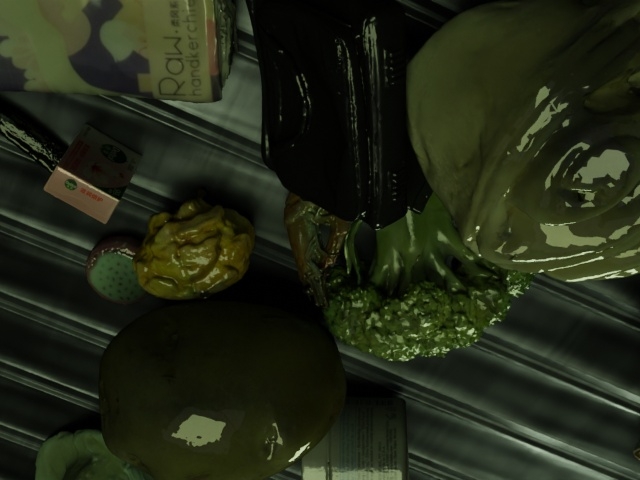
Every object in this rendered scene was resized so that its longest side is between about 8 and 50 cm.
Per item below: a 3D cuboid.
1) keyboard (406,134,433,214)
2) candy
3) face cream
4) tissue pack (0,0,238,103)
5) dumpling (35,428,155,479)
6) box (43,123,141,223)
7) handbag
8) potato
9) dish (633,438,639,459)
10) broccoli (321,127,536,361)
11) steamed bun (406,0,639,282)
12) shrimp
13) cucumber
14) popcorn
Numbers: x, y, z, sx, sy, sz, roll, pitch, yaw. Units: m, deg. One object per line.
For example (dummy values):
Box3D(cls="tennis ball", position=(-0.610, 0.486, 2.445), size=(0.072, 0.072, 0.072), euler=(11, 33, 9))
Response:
Box3D(cls="keyboard", position=(0.140, -0.129, 1.154), size=(0.060, 0.018, 0.195), euler=(29, 87, -3))
Box3D(cls="candy", position=(-0.278, 0.041, 1.348), size=(0.103, 0.043, 0.103), euler=(4, 121, 6))
Box3D(cls="face cream", position=(0.054, 0.319, 1.413), size=(0.153, 0.177, 0.177), euler=(1, 122, 3))
Box3D(cls="tissue pack", position=(-0.270, -0.287, 1.088), size=(0.344, 0.125, 0.242), euler=(3, 123, 3))
Box3D(cls="dumpling", position=(-0.346, 0.443, 1.514), size=(0.270, 0.211, 0.320), euler=(40, 107, -15))
Box3D(cls="box", position=(-0.287, -0.087, 1.219), size=(0.089, 0.125, 0.043), euler=(30, 120, -14))
Box3D(cls="handbag", position=(0.001, -0.163, 1.097), size=(0.088, 0.244, 0.275), euler=(-27, 128, -27))
Box3D(cls="potato", position=(-0.129, 0.198, 1.249), size=(0.327, 0.243, 0.220), euler=(2, 126, 0))
Box3D(cls="dish", position=(0.543, 0.296, 1.420), size=(0.141, 0.078, 0.141), euler=(16, 160, 6))
Box3D(cls="broccoli", position=(0.144, 0.033, 1.217), size=(0.254, 0.186, 0.302), euler=(19, 128, 2))
Box3D(cls="steamed bun", position=(0.289, -0.118, 1.036), size=(0.339, 0.247, 0.352), euler=(-28, 103, -2))
Box3D(cls="shrimp", position=(0.000, 0.000, 1.238), size=(0.099, 0.180, 0.041), euler=(-13, 163, 28))
Box3D(cls="cucumber", position=(-0.399, -0.146, 1.246), size=(0.163, 0.043, 0.039), euler=(41, 159, -16))
Box3D(cls="popcorn", position=(-0.166, 0.014, 1.268), size=(0.167, 0.152, 0.148), euler=(-12, 159, -14))
